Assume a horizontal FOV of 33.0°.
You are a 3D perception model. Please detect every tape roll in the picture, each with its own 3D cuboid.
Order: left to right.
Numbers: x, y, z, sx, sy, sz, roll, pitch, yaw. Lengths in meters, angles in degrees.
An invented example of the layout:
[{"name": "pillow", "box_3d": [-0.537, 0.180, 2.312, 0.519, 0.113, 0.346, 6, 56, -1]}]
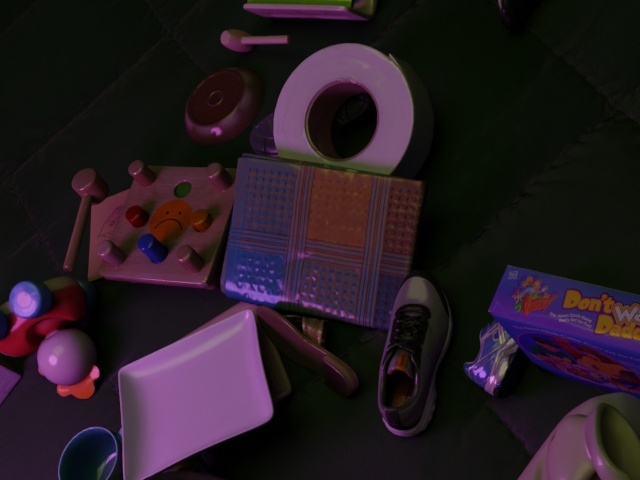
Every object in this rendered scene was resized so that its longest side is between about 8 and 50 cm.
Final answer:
[{"name": "tape roll", "box_3d": [0.060, -0.211, 1.964, 0.286, 0.100, 0.286, -3, 84, 28]}]

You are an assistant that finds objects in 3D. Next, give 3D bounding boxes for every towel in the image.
[{"name": "towel", "box_3d": [0.000, 0.000, 1.906, 0.370, 0.040, 0.271, 10, 92, 27]}]

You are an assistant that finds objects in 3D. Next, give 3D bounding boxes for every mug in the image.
[{"name": "mug", "box_3d": [-0.375, 0.405, 1.930, 0.158, 0.097, 0.129, -16, 55, 22]}]

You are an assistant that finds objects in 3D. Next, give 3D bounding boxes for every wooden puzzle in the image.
[{"name": "wooden puzzle", "box_3d": [-0.179, 0.232, 1.948, 0.221, 0.044, 0.238, -32, 51, 12]}]

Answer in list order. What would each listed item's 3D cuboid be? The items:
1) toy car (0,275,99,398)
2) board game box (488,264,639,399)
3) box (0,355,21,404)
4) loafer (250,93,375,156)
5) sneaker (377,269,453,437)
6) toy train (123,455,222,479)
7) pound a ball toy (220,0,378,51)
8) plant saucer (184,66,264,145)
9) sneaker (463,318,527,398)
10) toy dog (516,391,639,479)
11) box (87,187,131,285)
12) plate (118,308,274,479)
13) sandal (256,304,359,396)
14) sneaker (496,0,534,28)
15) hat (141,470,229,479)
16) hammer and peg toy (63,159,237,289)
[{"name": "toy car", "box_3d": [-0.524, 0.210, 2.107, 0.210, 0.219, 0.238, -30, 80, 14]}, {"name": "board game box", "box_3d": [0.437, 0.151, 1.498, 0.347, 0.233, 0.078, 14, 71, 36]}, {"name": "box", "box_3d": [-0.715, 0.251, 2.181, 0.130, 0.170, 0.091, 31, 81, 39]}, {"name": "loafer", "box_3d": [-0.008, -0.229, 2.110, 0.268, 0.084, 0.096, -21, 85, 24]}, {"name": "sneaker", "box_3d": [0.148, 0.173, 1.729, 0.100, 0.108, 0.271, 1, 68, 20]}, {"name": "toy train", "box_3d": [-0.297, 0.446, 1.850, 0.248, 0.105, 0.143, -44, 52, 2]}, {"name": "pound a ball toy", "box_3d": [-0.040, -0.490, 2.258, 0.319, 0.136, 0.208, 9, 93, 35]}, {"name": "plant saucer", "box_3d": [-0.214, -0.293, 2.287, 0.199, 0.036, 0.198, -15, 56, 24]}, {"name": "sneaker", "box_3d": [0.297, 0.139, 1.690, 0.081, 0.080, 0.211, 23, 75, 35]}, {"name": "toy dog", "box_3d": [0.288, 0.393, 1.380, 0.408, 0.285, 0.395, -49, 21, 19]}, {"name": "box", "box_3d": [-0.412, -0.016, 2.253, 0.165, 0.021, 0.201, -19, 55, 21]}, {"name": "plate", "box_3d": [-0.213, 0.270, 1.851, 0.278, 0.045, 0.277, -26, 38, 7]}, {"name": "sandal", "box_3d": [-0.004, 0.176, 1.872, 0.079, 0.088, 0.240, -32, 51, -30]}, {"name": "sneaker", "box_3d": [0.411, -0.518, 1.998, 0.124, 0.107, 0.283, 9, 68, 28]}, {"name": "hat", "box_3d": [-0.193, 0.526, 1.724, 0.332, 0.134, 0.331, -4, 73, 12]}, {"name": "hammer and peg toy", "box_3d": [-0.335, -0.028, 2.124, 0.362, 0.127, 0.265, 3, 63, 26]}]
